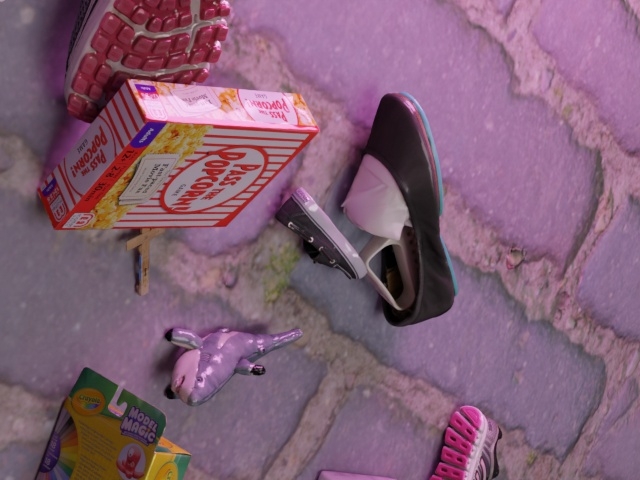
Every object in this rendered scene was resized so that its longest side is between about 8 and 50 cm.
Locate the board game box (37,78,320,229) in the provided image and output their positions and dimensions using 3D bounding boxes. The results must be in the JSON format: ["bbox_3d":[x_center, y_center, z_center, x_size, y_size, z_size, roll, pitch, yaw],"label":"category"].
[{"bbox_3d":[-0.117,-0.068,1.178,0.193,0.045,0.147,-2,147,-46],"label":"board game box"}]

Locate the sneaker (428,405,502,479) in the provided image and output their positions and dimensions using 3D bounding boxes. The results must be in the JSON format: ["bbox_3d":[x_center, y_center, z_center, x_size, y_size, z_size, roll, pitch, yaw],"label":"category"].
[{"bbox_3d":[0.177,0.287,1.704,0.075,0.063,0.170,19,88,-44],"label":"sneaker"}]

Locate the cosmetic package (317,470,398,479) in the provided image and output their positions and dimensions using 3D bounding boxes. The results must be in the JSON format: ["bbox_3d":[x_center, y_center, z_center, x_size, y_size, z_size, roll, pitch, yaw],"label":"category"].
[{"bbox_3d":[0.065,0.372,1.554,0.151,0.151,0.183,17,95,-50],"label":"cosmetic package"}]

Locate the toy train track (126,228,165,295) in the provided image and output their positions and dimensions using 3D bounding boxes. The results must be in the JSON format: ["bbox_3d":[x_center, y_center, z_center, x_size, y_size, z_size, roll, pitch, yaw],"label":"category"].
[{"bbox_3d":[-0.160,0.010,1.252,0.048,0.014,0.083,-28,133,-45],"label":"toy train track"}]

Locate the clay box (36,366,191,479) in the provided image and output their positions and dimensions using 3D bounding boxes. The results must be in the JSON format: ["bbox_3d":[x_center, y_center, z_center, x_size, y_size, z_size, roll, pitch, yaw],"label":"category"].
[{"bbox_3d":[-0.195,0.235,1.228,0.053,0.127,0.222,19,94,-50],"label":"clay box"}]

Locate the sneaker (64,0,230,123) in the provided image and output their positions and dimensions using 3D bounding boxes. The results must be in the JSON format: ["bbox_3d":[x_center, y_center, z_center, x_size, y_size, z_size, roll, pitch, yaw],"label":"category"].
[{"bbox_3d":[-0.127,-0.228,1.114,0.121,0.112,0.299,8,114,-43],"label":"sneaker"}]

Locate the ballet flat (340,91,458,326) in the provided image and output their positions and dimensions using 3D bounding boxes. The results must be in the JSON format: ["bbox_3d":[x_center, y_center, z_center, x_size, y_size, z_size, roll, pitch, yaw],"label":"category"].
[{"bbox_3d":[0.081,-0.016,1.444,0.096,0.095,0.280,-31,129,-20],"label":"ballet flat"}]

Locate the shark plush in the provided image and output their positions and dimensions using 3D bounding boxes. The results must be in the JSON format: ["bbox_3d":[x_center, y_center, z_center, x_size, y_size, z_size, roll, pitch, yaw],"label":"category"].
[{"bbox_3d":[-0.082,0.122,1.344,0.161,0.067,0.073,-5,110,-46],"label":"shark plush"}]

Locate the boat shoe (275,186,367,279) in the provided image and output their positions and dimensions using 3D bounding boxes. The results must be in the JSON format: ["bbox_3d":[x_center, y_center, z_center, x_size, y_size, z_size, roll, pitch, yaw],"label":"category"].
[{"bbox_3d":[0.000,0.000,1.400,0.040,0.049,0.142,-41,135,-1],"label":"boat shoe"}]
